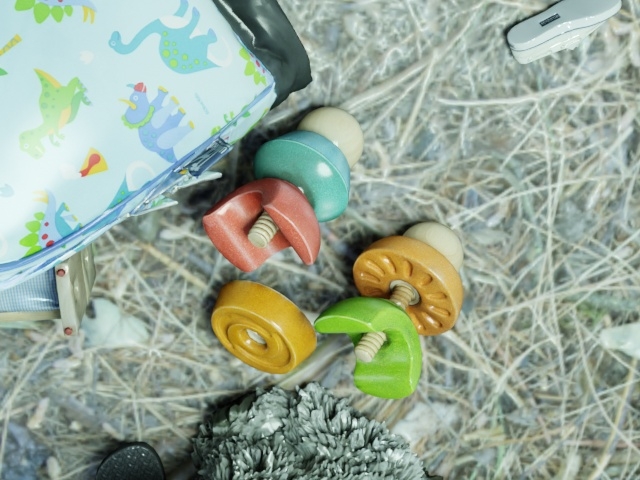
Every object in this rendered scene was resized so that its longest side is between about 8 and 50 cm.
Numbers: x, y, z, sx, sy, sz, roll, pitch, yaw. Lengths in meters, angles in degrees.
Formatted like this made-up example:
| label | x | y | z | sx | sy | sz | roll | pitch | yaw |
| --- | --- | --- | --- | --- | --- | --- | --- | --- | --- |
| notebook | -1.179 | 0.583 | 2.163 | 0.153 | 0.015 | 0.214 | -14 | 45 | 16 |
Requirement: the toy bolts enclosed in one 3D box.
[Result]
| label | x | y | z | sx | sy | sz | roll | pitch | yaw |
| --- | --- | --- | --- | --- | --- | --- | --- | --- | --- |
| toy bolts | 0.000 | 0.000 | 1.022 | 0.218 | 0.158 | 0.228 | -2 | 131 | 40 |

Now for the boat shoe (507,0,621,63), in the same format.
| label | x | y | z | sx | sy | sz | roll | pitch | yaw |
| --- | --- | --- | --- | --- | --- | --- | --- | --- | --- |
| boat shoe | 0.208 | -0.179 | 0.995 | 0.100 | 0.035 | 0.035 | -26 | 138 | 2 |

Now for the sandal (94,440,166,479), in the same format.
| label | x | y | z | sx | sy | sz | roll | pitch | yaw |
| --- | --- | --- | --- | --- | --- | --- | --- | --- | --- |
| sandal | -0.180 | 0.257 | 1.139 | 0.067 | 0.040 | 0.179 | 2 | 126 | 1 |

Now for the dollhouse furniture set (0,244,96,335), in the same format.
| label | x | y | z | sx | sy | sz | roll | pitch | yaw |
| --- | --- | --- | --- | --- | --- | --- | --- | --- | --- |
| dollhouse furniture set | -0.268 | -0.025 | 0.967 | 0.129 | 0.129 | 0.183 | -4 | 112 | -3 |

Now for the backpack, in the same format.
| label | x | y | z | sx | sy | sz | roll | pitch | yaw |
| --- | --- | --- | --- | --- | --- | --- | --- | --- | --- |
| backpack | -0.206 | -0.118 | 0.834 | 0.355 | 0.273 | 0.290 | -34 | 111 | -1 |

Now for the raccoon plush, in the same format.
| label | x | y | z | sx | sy | sz | roll | pitch | yaw |
| --- | --- | --- | --- | --- | --- | --- | --- | --- | --- |
| raccoon plush | 0.034 | 0.264 | 0.995 | 0.447 | 0.299 | 0.216 | -5 | 105 | 3 |
